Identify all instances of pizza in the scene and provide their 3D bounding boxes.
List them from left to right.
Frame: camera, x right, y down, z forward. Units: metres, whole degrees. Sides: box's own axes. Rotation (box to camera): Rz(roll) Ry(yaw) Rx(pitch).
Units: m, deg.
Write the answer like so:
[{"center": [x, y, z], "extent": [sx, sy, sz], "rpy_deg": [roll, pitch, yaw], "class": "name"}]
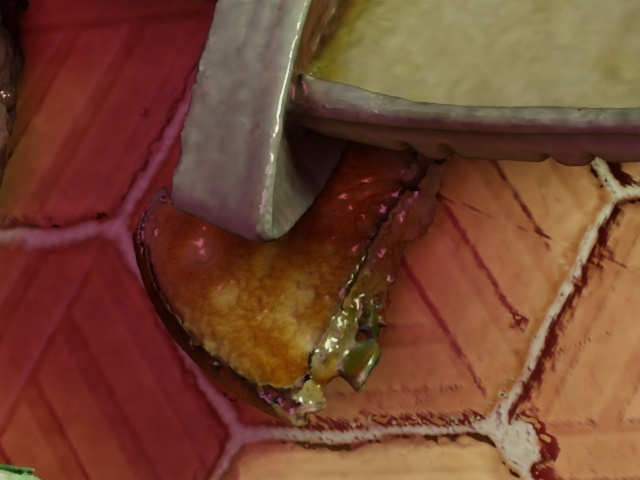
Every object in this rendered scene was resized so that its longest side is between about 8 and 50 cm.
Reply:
[{"center": [0.000, 0.000, 0.857], "extent": [0.195, 0.052, 0.185], "rpy_deg": [-38, 56, -6], "class": "pizza"}]

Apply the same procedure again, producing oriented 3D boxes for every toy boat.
[{"center": [0.072, -0.114, 0.816], "extent": [0.293, 0.111, 0.276], "rpy_deg": [-7, 48, 12], "class": "toy boat"}]

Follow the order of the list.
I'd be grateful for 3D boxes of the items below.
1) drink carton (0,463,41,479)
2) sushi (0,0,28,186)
[{"center": [-0.226, 0.199, 0.820], "extent": [0.142, 0.144, 0.146], "rpy_deg": [-10, 75, 19], "class": "drink carton"}, {"center": [-0.239, -0.078, 0.896], "extent": [0.241, 0.107, 0.161], "rpy_deg": [-38, 77, 1], "class": "sushi"}]
